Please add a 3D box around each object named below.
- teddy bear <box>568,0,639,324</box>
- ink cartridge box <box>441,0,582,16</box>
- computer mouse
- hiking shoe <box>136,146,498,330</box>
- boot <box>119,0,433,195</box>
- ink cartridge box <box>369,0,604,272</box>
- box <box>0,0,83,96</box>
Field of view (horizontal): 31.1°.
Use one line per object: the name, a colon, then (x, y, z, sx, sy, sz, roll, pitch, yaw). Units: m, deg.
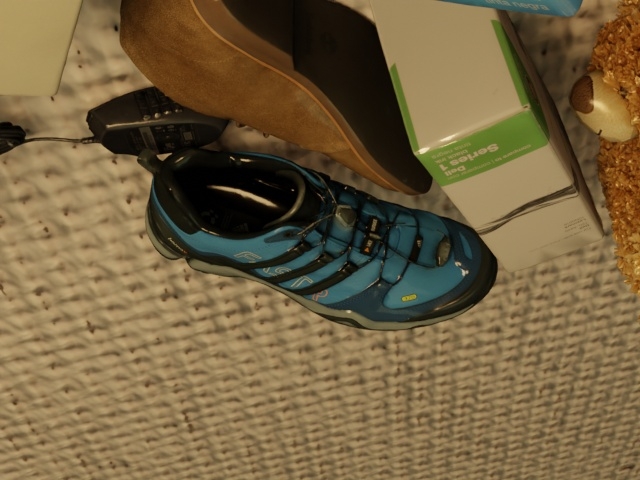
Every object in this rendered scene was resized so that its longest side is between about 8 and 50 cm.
teddy bear: (0.276, -0.048, 0.973, 0.113, 0.245, 0.338, -2, 152, 18)
ink cartridge box: (0.042, -0.276, 0.515, 0.307, 0.129, 0.223, 30, 84, -46)
computer mouse: (-0.192, -0.091, 0.903, 0.242, 0.041, 0.071, -6, 165, -5)
hiking shoe: (0.000, 0.000, 0.942, 0.304, 0.113, 0.132, 10, 164, -1)
boot: (-0.022, -0.119, 0.880, 0.115, 0.112, 0.305, -19, 143, 34)
ink cartridge box: (0.136, -0.093, 0.909, 0.093, 0.160, 0.219, -23, 146, 16)
box: (-0.190, -0.201, 0.601, 0.127, 0.148, 0.232, -3, 151, -26)
